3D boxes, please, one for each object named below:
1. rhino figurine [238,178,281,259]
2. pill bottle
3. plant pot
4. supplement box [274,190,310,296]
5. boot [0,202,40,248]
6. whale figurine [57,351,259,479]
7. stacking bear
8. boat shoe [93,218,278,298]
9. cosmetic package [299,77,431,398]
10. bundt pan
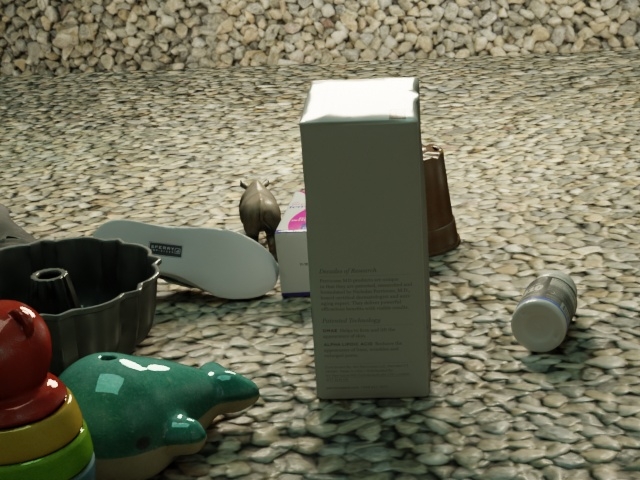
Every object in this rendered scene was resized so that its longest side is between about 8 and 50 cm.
[{"bbox_3d":[-0.109,-0.051,2.324,0.073,0.106,0.243,-6,20,-5],"label":"rhino figurine"},{"bbox_3d":[0.318,0.096,1.844,0.078,0.078,0.137,2,20,20],"label":"pill bottle"},{"bbox_3d":[0.151,-0.073,2.234,0.166,0.165,0.167,-5,20,2],"label":"plant pot"},{"bbox_3d":[0.000,0.000,2.149,0.111,0.114,0.220,-3,18,8],"label":"supplement box"},{"bbox_3d":[-0.473,0.026,2.234,0.222,0.118,0.338,-3,26,-13],"label":"boot"},{"bbox_3d":[-0.209,0.191,1.611,0.272,0.141,0.216,-18,23,-33],"label":"whale figurine"},{"bbox_3d":[-0.326,0.202,1.386,0.164,0.289,0.175,-22,25,-40],"label":"stacking bear"},{"bbox_3d":[-0.213,0.029,2.114,0.301,0.108,0.102,8,-2,3],"label":"boat shoe"},{"bbox_3d":[0.064,-0.006,1.735,0.156,0.385,0.217,-3,19,5],"label":"cosmetic package"},{"bbox_3d":[-0.390,0.105,1.924,0.330,0.124,0.331,-4,20,1],"label":"bundt pan"}]
